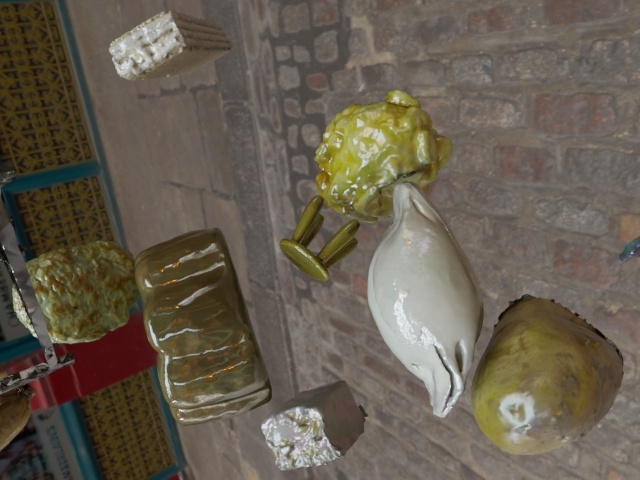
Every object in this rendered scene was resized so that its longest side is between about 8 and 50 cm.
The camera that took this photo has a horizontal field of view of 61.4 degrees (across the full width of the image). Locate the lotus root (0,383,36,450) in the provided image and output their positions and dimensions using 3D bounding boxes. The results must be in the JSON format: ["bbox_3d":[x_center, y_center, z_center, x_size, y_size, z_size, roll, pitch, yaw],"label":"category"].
[{"bbox_3d":[-0.418,0.239,0.666,0.072,0.152,0.063,34,156,37],"label":"lotus root"}]

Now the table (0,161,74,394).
[{"bbox_3d":[-0.449,0.021,0.554,0.222,0.272,0.335,51,146,28],"label":"table"}]

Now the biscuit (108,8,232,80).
[{"bbox_3d":[-0.289,-0.391,1.095,0.078,0.144,0.426,61,-170,-15],"label":"biscuit"}]

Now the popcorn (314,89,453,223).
[{"bbox_3d":[0.122,-0.162,1.095,0.286,0.252,0.215,-46,24,45],"label":"popcorn"}]

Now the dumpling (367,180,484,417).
[{"bbox_3d":[0.164,0.094,0.891,0.341,0.181,0.260,57,175,17],"label":"dumpling"}]

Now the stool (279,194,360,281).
[{"bbox_3d":[0.000,0.000,0.975,0.135,0.110,0.134,50,159,-29],"label":"stool"}]

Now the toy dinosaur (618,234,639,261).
[{"bbox_3d":[0.701,-0.125,0.922,0.129,0.331,0.383,48,131,21],"label":"toy dinosaur"}]

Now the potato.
[{"bbox_3d":[0.333,0.221,0.815,0.229,0.266,0.229,10,110,28],"label":"potato"}]

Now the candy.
[{"bbox_3d":[-0.007,0.414,1.216,0.185,0.195,0.137,-22,87,26],"label":"candy"}]

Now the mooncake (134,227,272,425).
[{"bbox_3d":[-0.237,0.168,1.055,0.378,0.201,0.378,162,90,-79],"label":"mooncake"}]

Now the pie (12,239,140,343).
[{"bbox_3d":[-0.490,0.112,1.106,0.090,0.248,0.201,-32,79,50],"label":"pie"}]
